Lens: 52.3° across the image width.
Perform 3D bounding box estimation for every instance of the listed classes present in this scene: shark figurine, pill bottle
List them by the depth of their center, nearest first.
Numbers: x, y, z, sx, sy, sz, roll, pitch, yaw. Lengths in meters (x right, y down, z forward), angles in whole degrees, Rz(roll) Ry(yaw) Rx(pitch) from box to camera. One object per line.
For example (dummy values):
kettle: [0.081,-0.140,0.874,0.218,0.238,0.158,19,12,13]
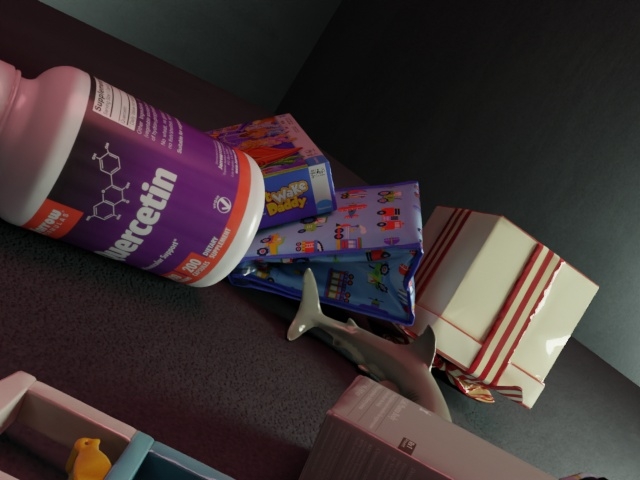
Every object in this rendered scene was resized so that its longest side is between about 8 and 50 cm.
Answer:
pill bottle: [-0.235,-0.074,0.741,0.323,0.181,0.181,24,16,-34]
shark figurine: [0.092,0.146,0.886,0.278,0.116,0.166,39,13,18]

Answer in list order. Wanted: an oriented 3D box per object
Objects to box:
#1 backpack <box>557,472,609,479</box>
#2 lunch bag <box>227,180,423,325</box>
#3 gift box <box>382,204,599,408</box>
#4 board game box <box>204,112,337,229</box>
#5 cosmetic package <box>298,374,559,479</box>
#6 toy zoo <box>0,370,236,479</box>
backpack: [0.173,0.287,0.302,0.290,0.273,0.356,27,38,-22]
lunch bag: [0.000,0.000,0.988,0.293,0.138,0.221,5,29,4]
gift box: [0.249,0.108,1.054,0.255,0.258,0.276,32,-1,-12]
board game box: [-0.127,-0.114,1.078,0.233,0.078,0.347,-14,25,-7]
cosmetic package: [0.108,0.226,0.566,0.238,0.107,0.127,22,9,14]
toy zoo: [-0.130,0.170,0.353,0.293,0.030,0.192,27,18,-2]
